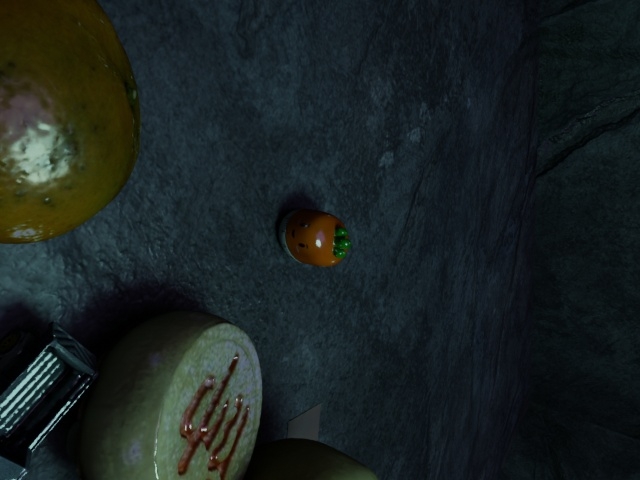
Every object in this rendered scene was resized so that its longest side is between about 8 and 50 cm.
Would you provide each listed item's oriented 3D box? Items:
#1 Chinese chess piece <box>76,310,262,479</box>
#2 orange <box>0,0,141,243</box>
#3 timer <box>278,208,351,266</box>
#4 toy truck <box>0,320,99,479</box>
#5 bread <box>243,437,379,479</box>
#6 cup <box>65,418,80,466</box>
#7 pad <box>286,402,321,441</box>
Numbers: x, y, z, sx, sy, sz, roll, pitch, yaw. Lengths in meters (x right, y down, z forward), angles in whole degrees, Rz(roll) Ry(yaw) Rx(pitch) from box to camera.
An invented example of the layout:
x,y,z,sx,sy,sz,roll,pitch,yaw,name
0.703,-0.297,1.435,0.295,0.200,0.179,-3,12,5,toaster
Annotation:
x,y,z,sx,sy,sz,roll,pitch,yaw,name
-0.178,0.226,0.635,0.270,0.112,0.270,-1,90,-70,Chinese chess piece
-0.242,-0.112,0.407,0.240,0.171,0.240,177,-90,-83,orange
0.000,0.000,0.861,0.136,0.136,0.099,16,93,-54,timer
-0.323,0.177,0.500,0.192,0.092,0.083,-54,139,-28,toy truck
-0.086,0.468,0.691,0.253,0.348,0.376,54,26,-5,bread
-0.266,0.260,0.623,0.054,0.075,0.083,-39,151,18,cup
-0.038,0.449,1.042,0.113,0.006,0.188,-7,106,-52,pad
